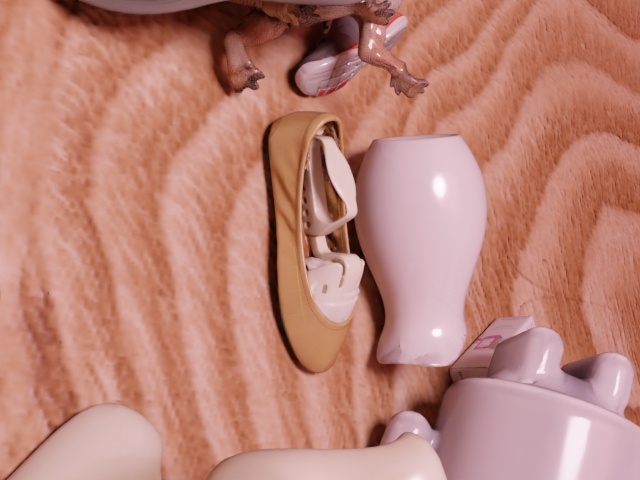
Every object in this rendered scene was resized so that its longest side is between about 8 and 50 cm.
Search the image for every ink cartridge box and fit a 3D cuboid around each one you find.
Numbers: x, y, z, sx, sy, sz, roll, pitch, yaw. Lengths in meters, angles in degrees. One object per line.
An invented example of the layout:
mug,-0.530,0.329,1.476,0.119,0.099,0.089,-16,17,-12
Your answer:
ink cartridge box,0.203,0.151,1.003,0.122,0.052,0.088,-35,109,-45

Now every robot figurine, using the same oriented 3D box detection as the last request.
robot figurine,0.184,0.263,0.827,0.300,0.200,0.353,20,73,1

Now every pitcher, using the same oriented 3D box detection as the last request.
pitcher,0.105,0.000,0.883,0.178,0.125,0.207,-30,117,-69

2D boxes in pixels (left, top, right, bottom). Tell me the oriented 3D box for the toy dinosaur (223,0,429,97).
toy dinosaur,-0.002,-0.239,0.775,0.295,0.127,0.200,-3,63,-13

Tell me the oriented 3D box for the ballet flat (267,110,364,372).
ballet flat,0.000,0.000,0.781,0.080,0.073,0.232,-9,90,-49

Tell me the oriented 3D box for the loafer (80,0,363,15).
loafer,-0.075,-0.222,0.636,0.087,0.251,0.094,96,-12,-55

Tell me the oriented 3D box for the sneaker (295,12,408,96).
sneaker,0.018,-0.192,0.866,0.065,0.061,0.158,46,49,7

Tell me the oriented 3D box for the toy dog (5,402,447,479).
toy dog,-0.037,0.250,0.434,0.395,0.408,0.284,-23,100,-49
